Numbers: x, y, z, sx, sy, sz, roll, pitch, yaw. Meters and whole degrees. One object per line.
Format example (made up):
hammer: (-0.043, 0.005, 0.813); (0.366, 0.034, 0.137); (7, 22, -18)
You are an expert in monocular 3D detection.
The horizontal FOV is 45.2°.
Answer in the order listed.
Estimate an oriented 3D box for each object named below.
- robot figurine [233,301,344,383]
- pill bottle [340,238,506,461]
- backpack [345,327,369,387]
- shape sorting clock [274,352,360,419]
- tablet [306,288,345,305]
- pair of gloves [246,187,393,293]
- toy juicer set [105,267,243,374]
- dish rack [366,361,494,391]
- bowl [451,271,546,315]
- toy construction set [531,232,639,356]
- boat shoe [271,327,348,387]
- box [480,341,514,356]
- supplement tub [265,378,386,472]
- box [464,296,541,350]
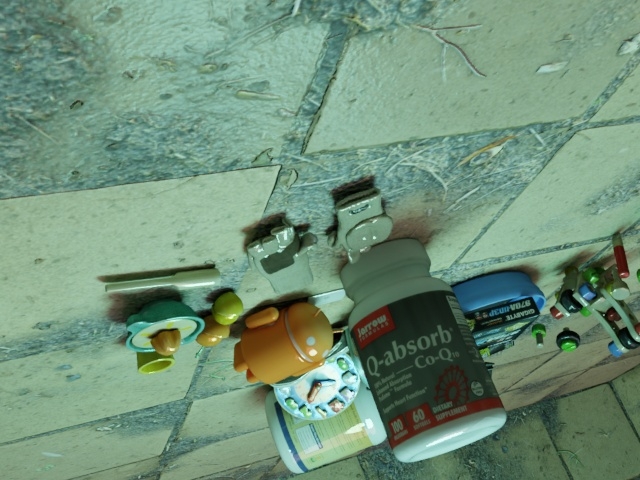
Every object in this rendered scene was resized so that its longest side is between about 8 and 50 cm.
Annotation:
robot figurine: (-0.069, 0.200, 1.509); (0.219, 0.158, 0.128); (-28, 177, 18)
pill bottle: (0.172, 0.195, 1.396); (0.210, 0.363, 0.210); (-17, 156, -8)
backpack: (0.134, 0.226, 1.673); (0.144, 0.166, 0.188); (-15, 139, 5)
shape sorting clock: (-0.008, 0.338, 1.818); (0.206, 0.040, 0.206); (-4, 115, -8)
tablet: (0.011, 0.117, 1.543); (0.083, 0.006, 0.054); (-13, 155, -17)
pair of gloves: (0.000, 0.000, 1.247); (0.240, 0.042, 0.204); (-25, 152, 5)
toy juicer set: (-0.229, 0.141, 1.304); (0.209, 0.089, 0.329); (-15, 155, -11)
dish rack: (0.251, 0.326, 1.815); (0.271, 0.074, 0.208); (0, 176, -31)
bowl: (0.356, 0.194, 1.893); (0.391, 0.077, 0.391); (-17, 155, -8)
toy construction set: (0.688, 0.106, 1.891); (0.257, 0.237, 0.309); (12, 133, 0)
boat shoe: (-0.035, 0.258, 1.731); (0.219, 0.078, 0.070); (-33, 155, 7)
box: (0.477, 0.308, 2.266); (0.184, 0.045, 0.190); (-25, 155, 4)
supplement tub: (0.038, 0.441, 1.975); (0.316, 0.228, 0.228); (-21, 156, 3)
box: (0.375, 0.207, 1.776); (0.220, 0.051, 0.175); (-13, 155, -15)
